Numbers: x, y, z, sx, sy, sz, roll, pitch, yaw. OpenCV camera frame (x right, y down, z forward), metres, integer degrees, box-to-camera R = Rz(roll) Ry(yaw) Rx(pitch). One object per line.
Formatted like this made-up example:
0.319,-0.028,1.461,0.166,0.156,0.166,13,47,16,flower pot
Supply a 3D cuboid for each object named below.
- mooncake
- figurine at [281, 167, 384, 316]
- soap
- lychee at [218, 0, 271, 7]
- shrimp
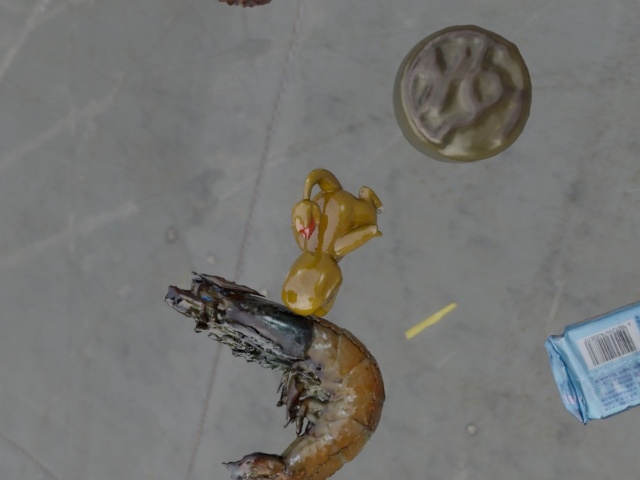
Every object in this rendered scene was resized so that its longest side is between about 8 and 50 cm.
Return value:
0.292,-0.299,2.011,0.284,0.155,0.285,0,96,-3,mooncake
-0.002,0.000,1.116,0.121,0.122,0.176,3,62,29,figurine
0.502,0.169,1.504,0.293,0.077,0.156,-22,80,11,soap
-0.115,-0.518,1.530,0.264,0.264,0.300,26,132,36,lychee
-0.071,0.162,1.111,0.290,0.222,0.054,30,151,-1,shrimp
